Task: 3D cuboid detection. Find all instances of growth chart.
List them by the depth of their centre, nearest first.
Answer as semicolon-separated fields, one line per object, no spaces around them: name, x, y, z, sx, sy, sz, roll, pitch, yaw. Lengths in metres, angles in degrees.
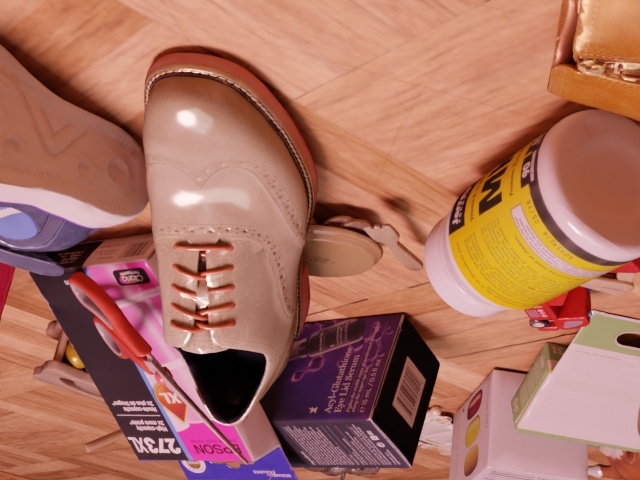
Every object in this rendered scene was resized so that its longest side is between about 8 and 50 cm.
growth chart;0.207;0.316;1.706;0.237;0.021;0.172;25;152;-33

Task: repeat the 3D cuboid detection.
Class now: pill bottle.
pill bottle;0.176;-0.012;0.858;0.119;0.119;0.208;17;154;-18

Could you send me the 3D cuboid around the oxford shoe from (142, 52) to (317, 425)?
oxford shoe;-0.079;0.017;0.919;0.140;0.147;0.397;4;140;13

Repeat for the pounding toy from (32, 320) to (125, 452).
pounding toy;-0.278;0.219;1.486;0.154;0.155;0.269;-8;152;43

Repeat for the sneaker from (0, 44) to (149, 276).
sneaker;-0.326;-0.069;0.884;0.236;0.130;0.323;-13;154;32

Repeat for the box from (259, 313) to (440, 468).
box;0.021;0.187;1.290;0.207;0.153;0.108;-9;134;34

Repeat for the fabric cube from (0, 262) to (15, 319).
fabric cube;-0.477;0.076;1.113;0.254;0.259;0.258;19;152;-20

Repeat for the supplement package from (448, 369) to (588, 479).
supplement package;0.269;0.283;1.466;0.133;0.139;0.244;9;155;-2

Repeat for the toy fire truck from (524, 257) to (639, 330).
toy fire truck;0.252;0.035;1.026;0.135;0.047;0.192;-5;154;25

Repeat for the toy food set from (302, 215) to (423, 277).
toy food set;0.000;0.000;1.051;0.192;0.039;0.132;-5;157;24

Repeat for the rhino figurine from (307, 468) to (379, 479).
rhino figurine;0.022;0.370;1.827;0.106;0.073;0.243;-13;150;33

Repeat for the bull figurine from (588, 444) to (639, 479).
bull figurine;0.469;0.305;1.499;0.310;0.101;0.188;24;156;-27

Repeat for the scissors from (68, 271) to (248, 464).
scissors;-0.168;0.117;1.037;0.297;0.021;0.109;31;147;48

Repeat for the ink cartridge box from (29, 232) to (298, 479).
ink cartridge box;-0.174;0.161;1.223;0.175;0.069;0.371;-7;123;31

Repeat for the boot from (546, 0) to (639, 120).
boot;0.257;-0.091;0.697;0.211;0.104;0.295;7;152;16

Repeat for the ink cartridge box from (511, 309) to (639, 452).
ink cartridge box;0.350;0.158;1.266;0.171;0.056;0.235;12;132;-8

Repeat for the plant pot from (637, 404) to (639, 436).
plant pot;0.491;0.203;1.121;0.274;0.256;0.256;21;157;4
